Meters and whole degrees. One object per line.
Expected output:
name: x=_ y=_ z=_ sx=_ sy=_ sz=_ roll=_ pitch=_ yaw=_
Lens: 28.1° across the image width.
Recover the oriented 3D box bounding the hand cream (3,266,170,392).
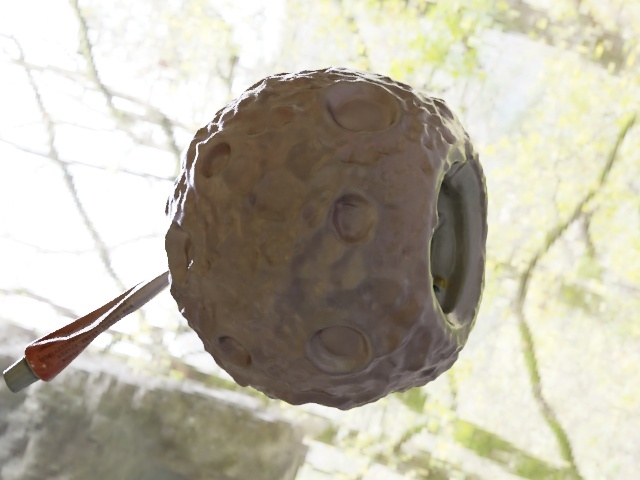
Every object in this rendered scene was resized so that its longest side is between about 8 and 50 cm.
hand cream: x=-0.189 y=0.069 z=1.113 sx=0.216 sy=0.038 sz=0.052 roll=-34 pitch=29 yaw=11

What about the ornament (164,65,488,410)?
ornament: x=0.000 y=0.000 z=0.961 sx=0.259 sy=0.225 sz=0.259 roll=3 pitch=-90 yaw=-67
